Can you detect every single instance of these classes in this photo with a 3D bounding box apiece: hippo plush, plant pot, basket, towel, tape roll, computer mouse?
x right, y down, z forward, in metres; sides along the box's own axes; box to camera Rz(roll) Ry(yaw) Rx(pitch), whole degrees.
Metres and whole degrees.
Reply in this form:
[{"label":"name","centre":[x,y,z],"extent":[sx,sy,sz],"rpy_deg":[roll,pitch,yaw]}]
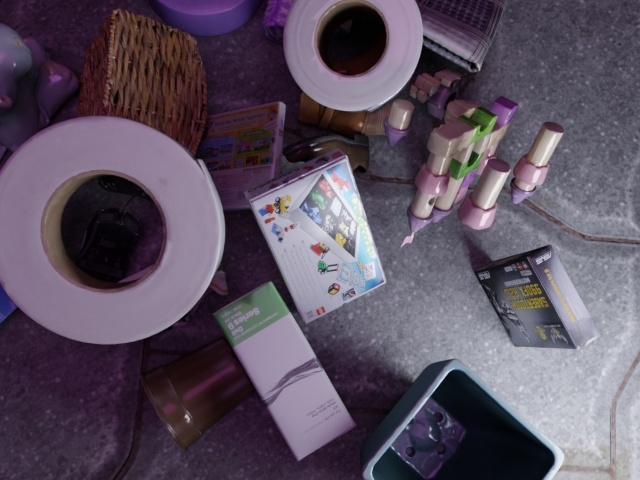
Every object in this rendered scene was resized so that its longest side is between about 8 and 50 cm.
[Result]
[{"label":"hippo plush","centre":[-0.633,-0.289,1.022],"extent":[0.234,0.236,0.294],"rpy_deg":[20,83,1]},{"label":"plant pot","centre":[0.221,0.379,0.992],"extent":[0.248,0.252,0.247],"rpy_deg":[41,80,2]},{"label":"basket","centre":[-0.368,-0.271,1.118],"extent":[0.213,0.223,0.299],"rpy_deg":[8,79,-36]},{"label":"towel","centre":[0.242,-0.533,1.171],"extent":[0.324,0.056,0.312],"rpy_deg":[28,58,1]},{"label":"tape roll","centre":[0.065,-0.364,1.013],"extent":[0.246,0.169,0.246],"rpy_deg":[2,102,8]},{"label":"tape roll","centre":[-0.254,-0.592,1.177],"extent":[0.274,0.090,0.275],"rpy_deg":[1,81,-5]},{"label":"plant pot","centre":[-0.223,0.278,1.024],"extent":[0.165,0.167,0.167],"rpy_deg":[-29,85,-16]},{"label":"tape roll","centre":[-0.360,-0.018,0.936],"extent":[0.391,0.072,0.392],"rpy_deg":[0,95,-4]},{"label":"computer mouse","centre":[-0.382,-0.002,1.093],"extent":[0.184,0.060,0.262],"rpy_deg":[15,100,-32]}]

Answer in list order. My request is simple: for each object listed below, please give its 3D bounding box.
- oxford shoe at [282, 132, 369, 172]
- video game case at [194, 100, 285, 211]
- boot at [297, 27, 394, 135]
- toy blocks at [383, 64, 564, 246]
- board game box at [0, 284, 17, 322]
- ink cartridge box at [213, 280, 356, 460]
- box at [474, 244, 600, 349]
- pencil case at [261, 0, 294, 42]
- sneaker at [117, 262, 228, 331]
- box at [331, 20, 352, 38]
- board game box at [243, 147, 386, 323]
[{"label":"oxford shoe","centre":[0.022,-0.163,1.099],"extent":[0.227,0.082,0.096],"rpy_deg":[-7,88,-40]},{"label":"video game case","centre":[-0.172,-0.160,1.087],"extent":[0.226,0.026,0.207],"rpy_deg":[-2,80,35]},{"label":"boot","centre":[0.066,-0.365,1.174],"extent":[0.220,0.109,0.284],"rpy_deg":[6,88,0]},{"label":"toy blocks","centre":[0.268,-0.149,1.113],"extent":[0.309,0.260,0.288],"rpy_deg":[39,49,25]},{"label":"board game box","centre":[-0.657,0.109,1.072],"extent":[0.133,0.033,0.169],"rpy_deg":[41,76,7]},{"label":"ink cartridge box","centre":[-0.069,0.232,1.009],"extent":[0.121,0.211,0.289],"rpy_deg":[-30,85,-9]},{"label":"box","centre":[0.408,0.116,1.057],"extent":[0.056,0.231,0.183],"rpy_deg":[-26,85,-11]},{"label":"pencil case","centre":[-0.069,-0.537,1.183],"extent":[0.086,0.088,0.206],"rpy_deg":[10,82,11]},{"label":"sneaker","centre":[-0.330,0.126,1.048],"extent":[0.321,0.126,0.128],"rpy_deg":[-29,83,-8]},{"label":"box","centre":[0.038,-0.581,1.191],"extent":[0.100,0.060,0.244],"rpy_deg":[22,78,-40]},{"label":"board game box","centre":[0.000,0.000,1.042],"extent":[0.192,0.053,0.305],"rpy_deg":[-26,123,-8]}]
